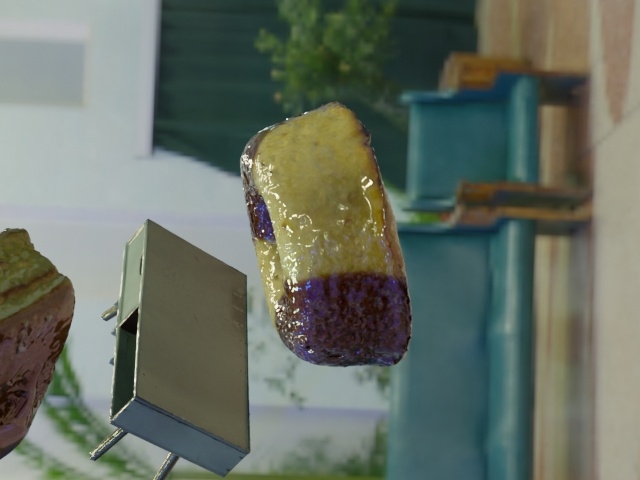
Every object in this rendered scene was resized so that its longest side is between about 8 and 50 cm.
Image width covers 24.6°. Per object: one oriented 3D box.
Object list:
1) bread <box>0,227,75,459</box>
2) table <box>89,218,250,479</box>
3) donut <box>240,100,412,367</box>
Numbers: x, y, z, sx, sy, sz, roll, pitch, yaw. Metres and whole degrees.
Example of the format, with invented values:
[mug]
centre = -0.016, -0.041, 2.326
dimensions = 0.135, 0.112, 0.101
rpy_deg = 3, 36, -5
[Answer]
[bread]
centre = -0.303, 0.108, 1.085
dimensions = 0.234, 0.110, 0.184
rpy_deg = -24, -29, -45
[table]
centre = -0.146, 0.114, 1.351
dimensions = 0.111, 0.122, 0.240
rpy_deg = -45, 28, 28
[donut]
centre = 0.000, 0.000, 0.883
dimensions = 0.184, 0.073, 0.166
rpy_deg = -126, 26, -68
